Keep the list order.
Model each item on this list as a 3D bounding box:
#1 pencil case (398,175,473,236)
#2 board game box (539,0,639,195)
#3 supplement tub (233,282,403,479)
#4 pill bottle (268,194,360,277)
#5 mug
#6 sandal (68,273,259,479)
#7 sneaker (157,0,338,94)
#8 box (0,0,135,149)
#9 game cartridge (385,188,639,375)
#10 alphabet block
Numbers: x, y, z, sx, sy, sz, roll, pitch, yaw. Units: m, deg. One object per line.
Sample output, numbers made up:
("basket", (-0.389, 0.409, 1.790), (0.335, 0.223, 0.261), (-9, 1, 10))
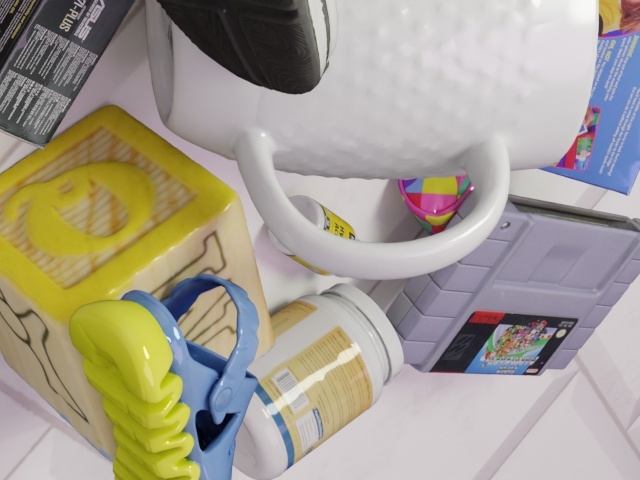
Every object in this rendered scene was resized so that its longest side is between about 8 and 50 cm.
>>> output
("pencil case", (0.169, -0.029, 1.743), (0.104, 0.104, 0.236), (-50, 145, -6))
("board game box", (0.273, -0.243, 1.587), (0.233, 0.078, 0.347), (16, 112, -9))
("supplement tub", (-0.024, 0.148, 1.626), (0.199, 0.144, 0.144), (-33, 140, -26))
("pill bottle", (0.000, 0.000, 1.600), (0.065, 0.065, 0.116), (-55, 145, 2))
("mug", (0.034, -0.143, 1.251), (0.328, 0.374, 0.276), (-5, 156, -13))
("sandal", (-0.101, 0.148, 1.242), (0.138, 0.126, 0.317), (-36, 143, -30))
("sneaker", (-0.027, -0.329, 1.014), (0.257, 0.169, 0.447), (-45, 134, -28))
("box", (-0.223, -0.184, 1.123), (0.077, 0.147, 0.180), (25, 98, -54))
("game cartridge", (0.236, 0.060, 1.771), (0.355, 0.068, 0.230), (7, 120, -47))
("alphabet block", (-0.179, 0.037, 1.322), (0.193, 0.192, 0.197), (-39, 143, -24))
